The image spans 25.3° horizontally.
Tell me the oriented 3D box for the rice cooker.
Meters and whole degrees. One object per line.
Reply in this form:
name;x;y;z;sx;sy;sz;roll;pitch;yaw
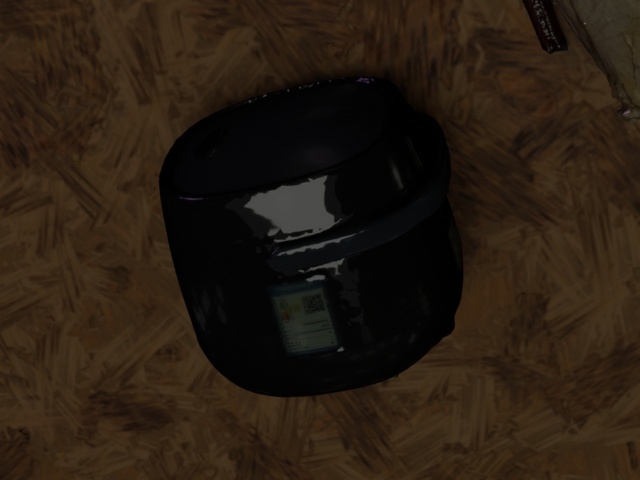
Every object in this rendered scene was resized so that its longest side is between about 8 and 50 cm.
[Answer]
rice cooker;0.000;0.000;1.218;0.267;0.267;0.224;-11;115;15

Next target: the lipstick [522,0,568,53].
lipstick;0.167;-0.235;1.193;0.027;0.027;0.176;-18;114;18

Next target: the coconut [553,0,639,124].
coconut;0.300;-0.206;1.040;0.254;0.297;0.297;-34;107;20
